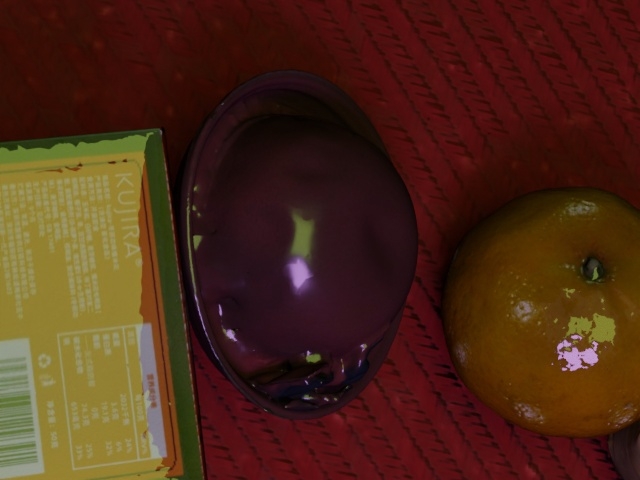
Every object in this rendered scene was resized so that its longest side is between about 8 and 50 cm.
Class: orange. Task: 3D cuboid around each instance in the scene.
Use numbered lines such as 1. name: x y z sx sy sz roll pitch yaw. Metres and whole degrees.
1. orange: 0.150 0.041 1.144 0.156 0.124 0.156 1 71 -3

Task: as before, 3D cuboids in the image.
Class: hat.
1. hat: 0.000 0.000 1.098 0.205 0.089 0.205 11 76 -48

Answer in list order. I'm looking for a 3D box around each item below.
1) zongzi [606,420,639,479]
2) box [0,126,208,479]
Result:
1. zongzi: 0.299 0.142 1.202 0.197 0.099 0.194 -33 93 -22
2. box: -0.152 0.050 1.038 0.148 0.177 0.195 -7 86 -15
